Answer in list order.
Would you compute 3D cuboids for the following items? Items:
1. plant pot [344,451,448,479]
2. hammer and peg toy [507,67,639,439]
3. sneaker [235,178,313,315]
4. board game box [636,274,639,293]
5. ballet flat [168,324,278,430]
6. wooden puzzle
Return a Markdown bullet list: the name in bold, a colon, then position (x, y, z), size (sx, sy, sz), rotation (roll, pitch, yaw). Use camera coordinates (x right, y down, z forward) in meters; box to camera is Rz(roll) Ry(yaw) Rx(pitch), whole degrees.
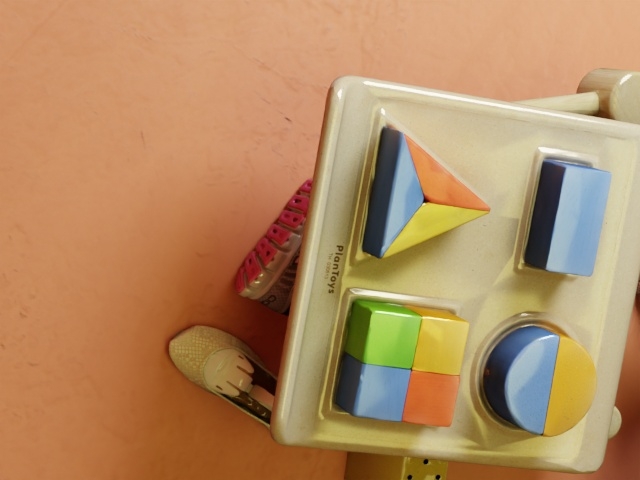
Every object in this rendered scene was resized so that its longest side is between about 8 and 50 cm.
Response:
- **plant pot**: position (0.079, 0.211, 1.788), size (0.081, 0.083, 0.082), rotation (3, 97, -26)
- **hammer and peg toy**: position (0.178, 0.008, 1.775), size (0.266, 0.127, 0.361), rotation (6, 97, -25)
- **sneaker**: position (0.000, 0.000, 1.725), size (0.075, 0.063, 0.170), rotation (42, 85, -25)
- **board game box**: position (0.407, -0.013, 1.918), size (0.194, 0.060, 0.194), rotation (-17, 106, -22)
- **ballet flat**: position (-0.062, 0.130, 1.722), size (0.168, 0.052, 0.057), rotation (35, 84, -26)
- **wooden puzzle**: position (0.143, 0.040, 1.649), size (0.347, 0.080, 0.322), rotation (7, 96, -25)
